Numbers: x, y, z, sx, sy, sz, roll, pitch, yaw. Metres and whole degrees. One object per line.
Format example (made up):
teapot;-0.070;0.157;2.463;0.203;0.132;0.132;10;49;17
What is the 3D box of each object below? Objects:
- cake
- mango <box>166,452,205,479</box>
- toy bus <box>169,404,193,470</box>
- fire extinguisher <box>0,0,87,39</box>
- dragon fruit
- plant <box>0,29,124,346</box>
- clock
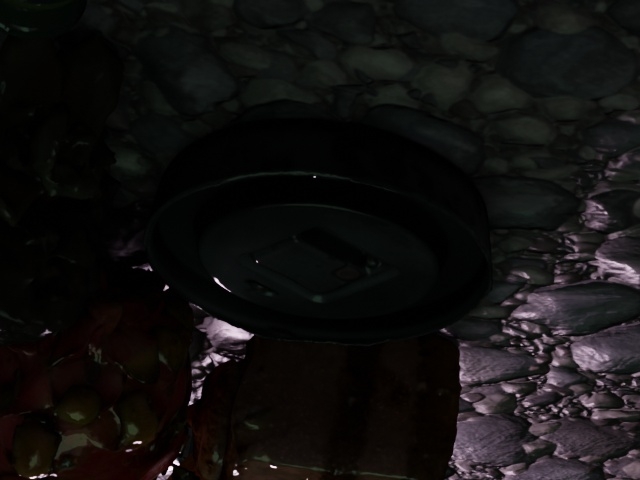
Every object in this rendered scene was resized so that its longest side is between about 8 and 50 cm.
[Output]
cake;-0.008;0.192;1.706;0.293;0.196;0.198;13;149;-2
mango;-0.080;0.280;1.876;0.177;0.120;0.295;-22;-176;33
toy bus;-0.220;0.245;1.947;0.092;0.079;0.160;26;146;-31
fire extinguisher;-0.180;-0.249;1.039;0.093;0.118;0.294;-22;161;-25
dragon fruit;-0.236;0.143;1.547;0.250;0.269;0.291;-5;174;-16
plant;-0.267;-0.036;1.315;0.213;0.215;0.312;30;140;-31
clock;0.000;0.000;1.476;0.325;0.067;0.325;5;151;3
